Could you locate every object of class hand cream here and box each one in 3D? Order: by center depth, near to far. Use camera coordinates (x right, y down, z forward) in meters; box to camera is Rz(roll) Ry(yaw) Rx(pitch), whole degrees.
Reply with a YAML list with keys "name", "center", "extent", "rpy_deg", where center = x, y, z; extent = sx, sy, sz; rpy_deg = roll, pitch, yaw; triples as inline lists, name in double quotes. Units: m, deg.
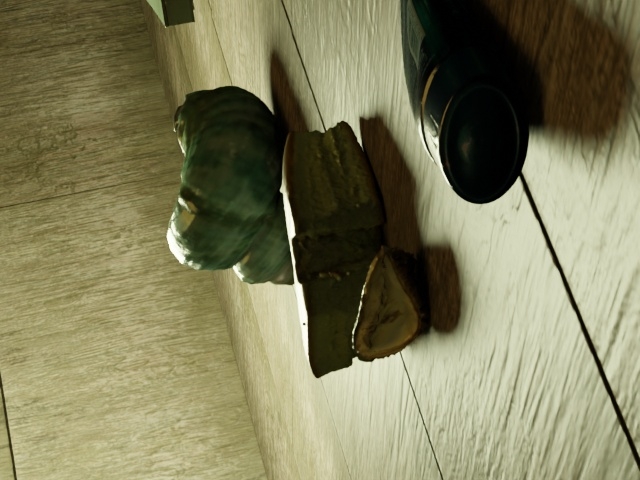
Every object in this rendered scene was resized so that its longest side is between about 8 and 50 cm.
- name: "hand cream"
  center: [0.079, -0.119, 1.038]
  extent: [0.270, 0.061, 0.120]
  rpy_deg: [-108, 12, -62]

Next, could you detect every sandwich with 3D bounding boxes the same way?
- name: "sandwich"
  center: [0.017, 0.012, 1.460]
  extent: [0.088, 0.090, 0.245]
  rpy_deg: [-137, 39, -82]

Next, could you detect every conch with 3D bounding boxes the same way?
- name: "conch"
  center: [-0.112, -0.057, 1.952]
  extent: [0.277, 0.195, 0.220]
  rpy_deg: [56, -167, -5]

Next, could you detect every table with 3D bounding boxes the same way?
- name: "table"
  center: [-0.185, -0.380, 2.122]
  extent: [0.240, 0.111, 0.122]
  rpy_deg: [-125, 25, -68]

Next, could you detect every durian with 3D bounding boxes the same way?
- name: "durian"
  center: [0.058, 0.049, 1.337]
  extent: [0.052, 0.066, 0.130]
  rpy_deg: [-112, 23, -47]
